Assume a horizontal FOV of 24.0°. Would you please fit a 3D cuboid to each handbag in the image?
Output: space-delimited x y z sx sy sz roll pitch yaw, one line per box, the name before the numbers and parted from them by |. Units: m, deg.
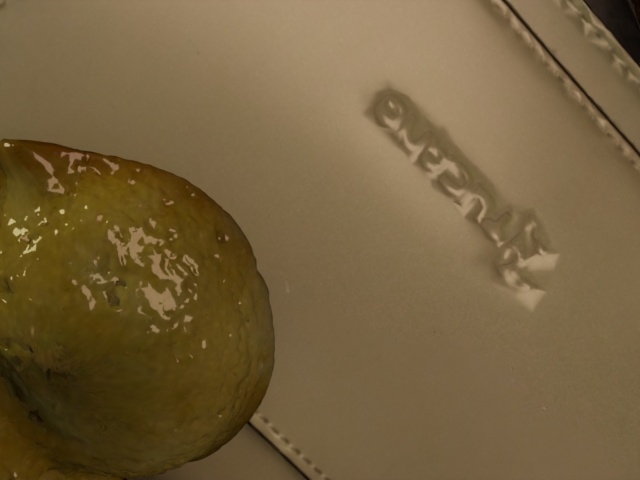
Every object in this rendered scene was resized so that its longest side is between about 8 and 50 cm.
handbag | 0.000 0.000 0.566 0.237 0.160 0.358 -47 107 -8

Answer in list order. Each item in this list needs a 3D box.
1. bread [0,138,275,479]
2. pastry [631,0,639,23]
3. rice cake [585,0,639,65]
bread | -0.085 0.058 0.466 0.149 0.065 0.188 -8 115 6
pastry | 0.276 -0.147 0.604 0.245 0.409 0.410 -10 89 -22
rice cake | 0.153 0.014 0.723 0.106 0.050 0.298 -32 100 -29
